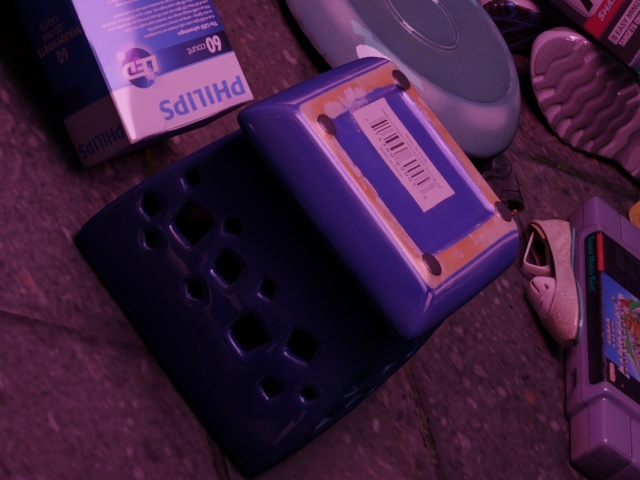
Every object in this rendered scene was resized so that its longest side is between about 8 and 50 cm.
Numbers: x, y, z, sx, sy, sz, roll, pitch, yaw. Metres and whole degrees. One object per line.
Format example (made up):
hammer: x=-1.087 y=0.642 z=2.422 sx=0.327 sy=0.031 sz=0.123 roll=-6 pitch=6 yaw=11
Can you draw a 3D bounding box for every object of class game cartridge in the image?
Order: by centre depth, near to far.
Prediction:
game cartridge: x=0.333 y=0.131 z=1.886 sx=0.230 sy=0.068 sz=0.355 roll=39 pitch=33 yaw=-25

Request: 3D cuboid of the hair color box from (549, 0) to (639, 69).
hair color box: x=0.285 y=-0.357 z=2.089 sx=0.113 sy=0.185 sz=0.374 roll=7 pitch=31 yaw=-50

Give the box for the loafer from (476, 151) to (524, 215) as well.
loafer: x=0.155 y=-0.032 z=1.828 sx=0.061 sy=0.062 sz=0.170 roll=53 pitch=33 yaw=-1

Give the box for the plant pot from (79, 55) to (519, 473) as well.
plant pot: x=0.000 y=0.000 z=1.462 sx=0.236 sy=0.212 sz=0.236 roll=53 pitch=33 yaw=4

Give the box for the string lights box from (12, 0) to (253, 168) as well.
string lights box: x=-0.167 y=-0.201 z=1.502 sx=0.133 sy=0.076 sz=0.260 roll=-23 pitch=91 yaw=-42

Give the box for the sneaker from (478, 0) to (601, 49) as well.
sneaker: x=0.257 y=-0.244 z=2.150 sx=0.211 sy=0.080 sz=0.081 roll=24 pitch=42 yaw=-36

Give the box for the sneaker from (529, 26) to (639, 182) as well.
sneaker: x=0.315 y=-0.153 z=2.133 sx=0.281 sy=0.105 sz=0.115 roll=38 pitch=23 yaw=-37

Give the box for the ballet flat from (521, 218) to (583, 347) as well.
ballet flat: x=0.219 y=0.041 z=1.854 sx=0.052 sy=0.057 sz=0.168 roll=12 pitch=38 yaw=-7

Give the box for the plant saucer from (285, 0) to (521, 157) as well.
plant saucer: x=0.089 y=-0.218 z=1.931 sx=0.317 sy=0.044 sz=0.318 roll=31 pitch=32 yaw=-23

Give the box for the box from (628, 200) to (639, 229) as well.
box: x=0.441 y=0.025 z=2.123 sx=0.232 sy=0.058 sz=0.087 roll=27 pitch=38 yaw=-33
